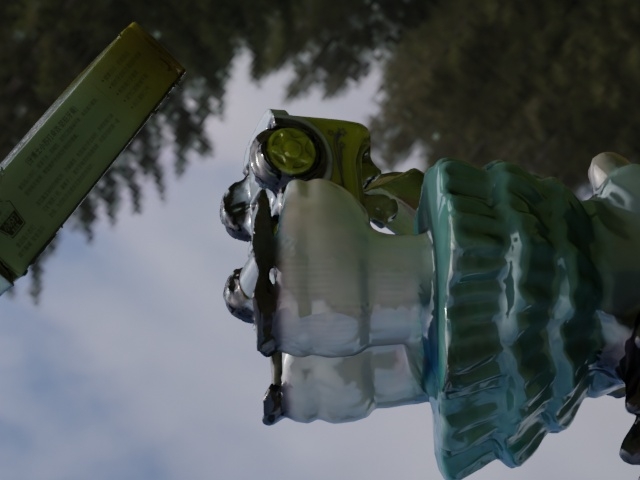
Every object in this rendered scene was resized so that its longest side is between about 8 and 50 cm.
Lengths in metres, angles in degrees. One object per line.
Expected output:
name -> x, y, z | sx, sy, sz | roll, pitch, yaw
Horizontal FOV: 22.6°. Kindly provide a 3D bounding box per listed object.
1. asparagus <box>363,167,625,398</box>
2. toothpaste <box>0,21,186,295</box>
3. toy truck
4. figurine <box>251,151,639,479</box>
asparagus -> 0.145, 0.025, 1.262 | 0.278, 0.060, 0.067 | 37, 153, -9
toothpaste -> -0.207, -0.055, 1.240 | 0.071, 0.089, 0.313 | 44, -141, -13
toy truck -> 0.000, 0.000, 0.721 | 0.077, 0.076, 0.111 | 2, -113, -17
figurine -> 0.104, 0.017, 0.467 | 0.246, 0.138, 0.110 | 0, -131, 1
